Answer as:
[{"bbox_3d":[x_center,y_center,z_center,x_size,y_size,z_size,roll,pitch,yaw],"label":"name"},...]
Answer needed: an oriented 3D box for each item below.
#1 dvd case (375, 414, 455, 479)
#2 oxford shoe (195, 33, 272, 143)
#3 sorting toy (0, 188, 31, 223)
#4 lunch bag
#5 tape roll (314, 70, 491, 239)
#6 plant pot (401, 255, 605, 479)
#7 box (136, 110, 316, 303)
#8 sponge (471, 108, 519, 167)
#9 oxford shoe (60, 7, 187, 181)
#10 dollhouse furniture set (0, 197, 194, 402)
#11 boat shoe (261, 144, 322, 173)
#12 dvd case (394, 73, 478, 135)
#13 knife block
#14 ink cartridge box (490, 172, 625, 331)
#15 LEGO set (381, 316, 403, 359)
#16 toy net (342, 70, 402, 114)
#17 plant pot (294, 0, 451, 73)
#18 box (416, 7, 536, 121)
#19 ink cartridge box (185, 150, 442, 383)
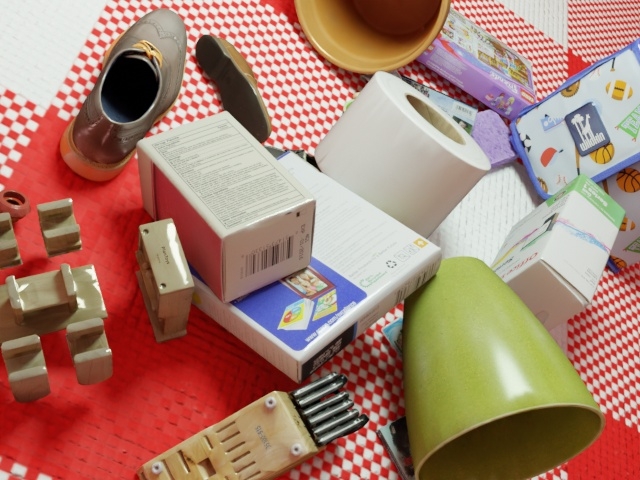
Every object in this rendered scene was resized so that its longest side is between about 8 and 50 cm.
[{"bbox_3d":[0.142,0.320,1.386,0.087,0.013,0.119,-16,72,-42],"label":"dvd case"},{"bbox_3d":[-0.126,-0.254,1.546,0.076,0.076,0.212,-8,66,-52],"label":"oxford shoe"},{"bbox_3d":[-0.428,-0.050,1.205,0.102,0.042,0.061,31,30,1],"label":"sorting toy"},{"bbox_3d":[0.607,-0.169,1.833,0.385,0.328,0.239,47,42,-12],"label":"lunch bag"},{"bbox_3d":[0.135,-0.137,1.530,0.246,0.169,0.246,34,22,-16],"label":"tape roll"},{"bbox_3d":[0.231,0.180,1.373,0.275,0.275,0.293,10,47,-32],"label":"plant pot"},{"bbox_3d":[-0.132,-0.050,1.279,0.149,0.127,0.232,-23,50,-27],"label":"box"},{"bbox_3d":[0.311,-0.195,1.859,0.210,0.031,0.117,-20,73,-42],"label":"sponge"},{"bbox_3d":[-0.262,-0.246,1.392,0.130,0.133,0.363,29,47,-17],"label":"oxford shoe"},{"bbox_3d":[-0.294,0.076,1.174,0.242,0.161,0.212,-14,68,-18],"label":"dollhouse furniture set"},{"bbox_3d":[-0.038,-0.129,1.537,0.152,0.049,0.056,17,50,-29],"label":"boat shoe"},{"bbox_3d":[0.192,-0.206,1.753,0.180,0.022,0.253,24,47,-1],"label":"dvd case"},{"bbox_3d":[-0.074,0.271,1.224,0.276,0.242,0.088,-30,75,1],"label":"knife block"},{"bbox_3d":[0.399,0.038,1.641,0.117,0.201,0.278,43,45,-4],"label":"ink cartridge box"},{"bbox_3d":[0.160,0.125,1.531,0.182,0.060,0.244,-29,78,-32],"label":"LEGO set"},{"bbox_3d":[0.119,-0.263,1.726,0.122,0.045,0.232,18,47,4],"label":"toy net"},{"bbox_3d":[0.119,-0.473,1.757,0.291,0.291,0.203,47,27,0],"label":"plant pot"},{"bbox_3d":[0.323,-0.382,1.962,0.293,0.057,0.201,29,38,-17],"label":"box"},{"bbox_3d":[-0.038,0.026,1.345,0.307,0.072,0.303,33,52,30],"label":"ink cartridge box"}]
